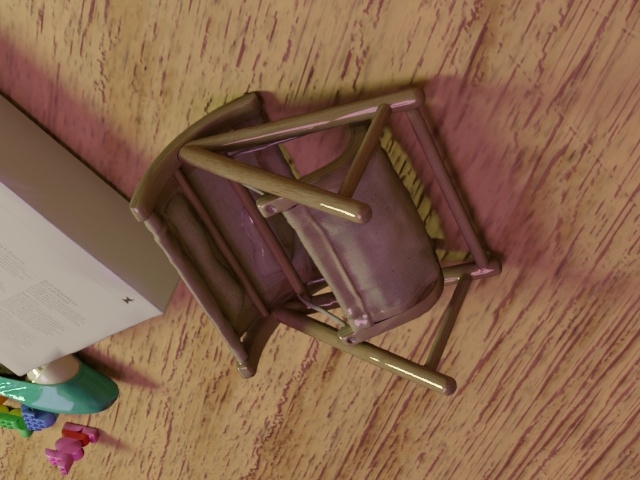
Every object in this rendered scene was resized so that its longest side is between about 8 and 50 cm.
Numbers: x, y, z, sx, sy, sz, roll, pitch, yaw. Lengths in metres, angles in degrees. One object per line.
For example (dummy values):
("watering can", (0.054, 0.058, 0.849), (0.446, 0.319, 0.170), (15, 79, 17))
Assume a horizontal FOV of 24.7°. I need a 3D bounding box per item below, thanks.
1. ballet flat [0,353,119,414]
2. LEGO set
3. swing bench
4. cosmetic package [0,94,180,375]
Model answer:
("ballet flat", (-0.372, 0.154, 1.806), (0.247, 0.083, 0.087), (9, 127, 12))
("LEGO set", (-0.422, 0.250, 1.929), (0.227, 0.093, 0.087), (10, 141, 14))
("swing bench", (0.000, 0.000, 1.380), (0.255, 0.165, 0.253), (2, 139, 31))
("cosmetic package", (-0.372, -0.025, 1.572), (0.284, 0.097, 0.377), (-22, 126, 44))
